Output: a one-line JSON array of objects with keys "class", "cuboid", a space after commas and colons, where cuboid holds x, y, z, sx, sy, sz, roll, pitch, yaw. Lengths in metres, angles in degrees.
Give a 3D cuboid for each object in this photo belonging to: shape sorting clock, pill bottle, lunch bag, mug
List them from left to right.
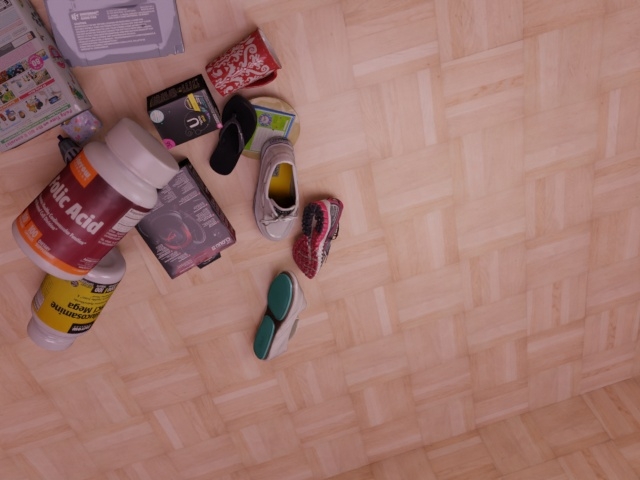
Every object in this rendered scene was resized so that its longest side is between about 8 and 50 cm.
[{"class": "pill bottle", "cuboid": [-0.722, 0.160, 1.911, 0.188, 0.188, 0.334, 24, 116, -29]}, {"class": "lunch bag", "cuboid": [-0.616, -0.301, 1.695, 0.083, 0.053, 0.071, -30, 126, 19]}, {"class": "pill bottle", "cuboid": [-0.557, -0.105, 1.642, 0.392, 0.224, 0.224, -44, 125, 7]}, {"class": "mug", "cuboid": [-0.191, -0.436, 1.682, 0.169, 0.113, 0.150, -28, 126, 10]}, {"class": "shape sorting clock", "cuboid": [-0.159, -0.311, 1.821, 0.206, 0.040, 0.206, -8, 136, -8]}]

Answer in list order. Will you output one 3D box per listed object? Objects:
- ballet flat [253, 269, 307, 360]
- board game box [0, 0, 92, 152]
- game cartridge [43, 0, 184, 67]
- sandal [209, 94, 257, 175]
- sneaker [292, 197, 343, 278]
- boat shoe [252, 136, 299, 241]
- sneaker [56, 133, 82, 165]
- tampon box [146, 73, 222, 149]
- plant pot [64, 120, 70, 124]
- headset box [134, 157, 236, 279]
[{"class": "ballet flat", "cuboid": [-0.120, 0.244, 2.196, 0.139, 0.139, 0.400, 7, 127, -20]}, {"class": "board game box", "cuboid": [-0.715, -0.391, 1.514, 0.224, 0.097, 0.303, -26, 106, 5]}, {"class": "game cartridge", "cuboid": [-0.489, -0.528, 1.566, 0.297, 0.062, 0.198, -10, 123, -9]}, {"class": "sandal", "cuboid": [-0.239, -0.275, 1.777, 0.097, 0.054, 0.254, 23, 128, 0]}, {"class": "sneaker", "cuboid": [0.000, 0.000, 2.051, 0.112, 0.121, 0.299, -22, 144, -39]}, {"class": "boat shoe", "cuboid": [-0.114, -0.106, 1.894, 0.135, 0.156, 0.367, -3, 134, -14]}, {"class": "sneaker", "cuboid": [-0.637, -0.195, 1.764, 0.083, 0.098, 0.224, -34, 153, -18]}, {"class": "tampon box", "cuboid": [-0.356, -0.336, 1.710, 0.161, 0.101, 0.120, -23, 128, 1]}, {"class": "plant pot", "cuboid": [-0.640, -0.355, 1.633, 0.083, 0.081, 0.081, -43, 125, 10]}, {"class": "headset box", "cuboid": [-0.389, -0.049, 1.848, 0.218, 0.110, 0.293, -31, 110, 2]}]
